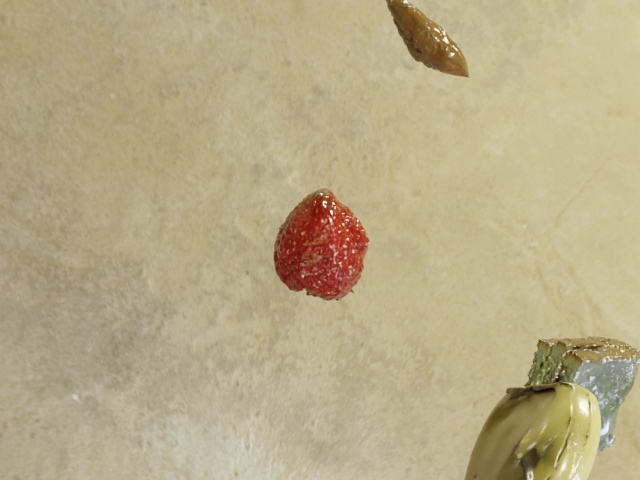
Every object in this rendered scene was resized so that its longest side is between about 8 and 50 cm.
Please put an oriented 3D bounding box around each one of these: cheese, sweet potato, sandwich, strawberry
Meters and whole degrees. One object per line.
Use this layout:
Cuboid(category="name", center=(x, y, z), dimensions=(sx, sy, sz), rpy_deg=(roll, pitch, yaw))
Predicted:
Cuboid(category="cheese", center=(0.341, 0.389, 1.234), dimensions=(0.128, 0.259, 0.316), rpy_deg=(37, 61, -2))
Cuboid(category="sweet potato", center=(0.163, -0.329, 1.180), dimensions=(0.206, 0.068, 0.060), rpy_deg=(53, 32, 12))
Cuboid(category="sandwich", center=(0.587, 0.385, 1.697), dimensions=(0.262, 0.131, 0.326), rpy_deg=(6, 105, -36))
Cuboid(category="strawberry", center=(0.000, 0.000, 1.833), dimensions=(0.257, 0.277, 0.257), rpy_deg=(4, 30, -3))
